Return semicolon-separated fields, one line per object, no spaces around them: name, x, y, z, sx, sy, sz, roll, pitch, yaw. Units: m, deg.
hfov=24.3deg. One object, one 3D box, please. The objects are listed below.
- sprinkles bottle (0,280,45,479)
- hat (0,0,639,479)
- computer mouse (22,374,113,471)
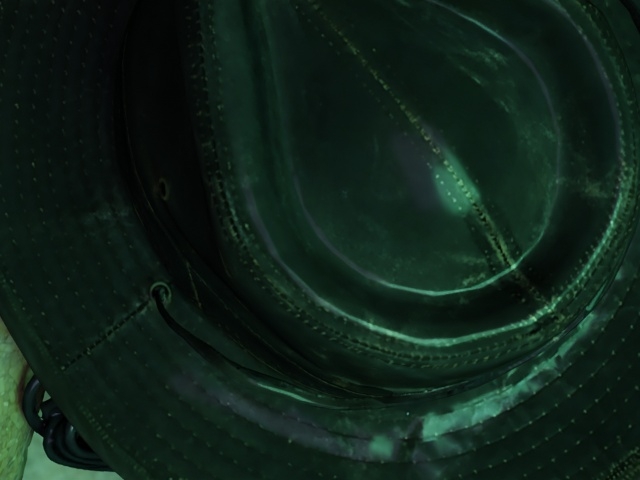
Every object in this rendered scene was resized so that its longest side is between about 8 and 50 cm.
sprinkles bottle;-0.201;0.174;0.608;0.121;0.121;0.355;15;92;-17
hat;0.011;-0.043;0.502;0.331;0.134;0.331;0;85;4
computer mouse;0.000;0.000;0.639;0.184;0.060;0.262;35;80;-50
